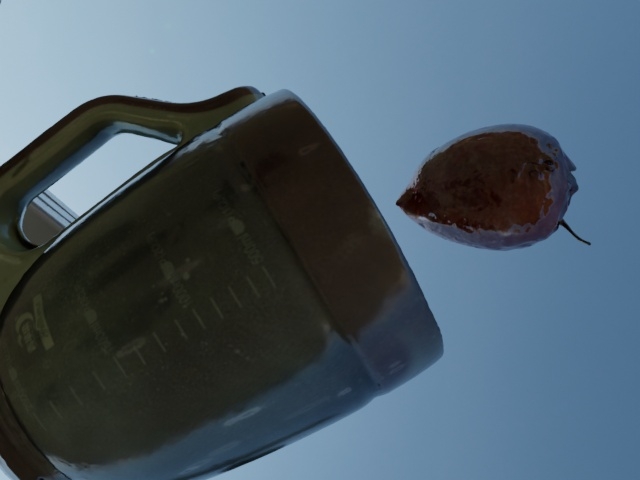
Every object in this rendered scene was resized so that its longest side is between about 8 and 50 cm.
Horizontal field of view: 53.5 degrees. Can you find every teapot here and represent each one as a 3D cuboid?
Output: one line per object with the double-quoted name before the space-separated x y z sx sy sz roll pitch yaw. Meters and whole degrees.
"teapot" -0.120 0.028 0.480 0.312 0.233 0.315 -30 -104 -4

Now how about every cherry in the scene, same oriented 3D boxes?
"cherry" 0.230 -0.068 0.890 0.250 0.175 0.192 -7 -141 12

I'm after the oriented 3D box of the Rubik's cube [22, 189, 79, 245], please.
"Rubik's cube" -0.500 0.137 1.132 0.346 0.344 0.347 -50 -164 -8
